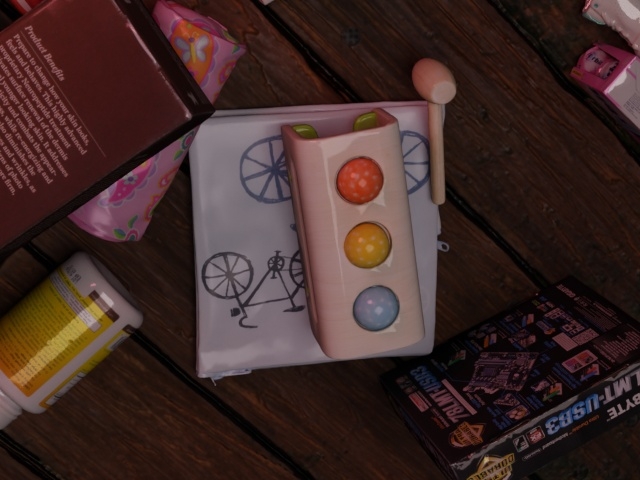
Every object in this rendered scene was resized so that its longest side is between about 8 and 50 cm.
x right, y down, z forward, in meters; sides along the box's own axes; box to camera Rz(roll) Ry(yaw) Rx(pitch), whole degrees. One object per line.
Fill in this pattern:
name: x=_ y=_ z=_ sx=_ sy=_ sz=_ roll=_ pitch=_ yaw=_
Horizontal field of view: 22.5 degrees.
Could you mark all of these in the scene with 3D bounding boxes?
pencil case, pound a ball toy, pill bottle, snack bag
pencil case: x=-0.199 y=-0.132 z=1.838 sx=0.124 sy=0.124 sz=0.284 roll=26 pitch=99 yaw=-21
pound a ball toy: x=0.079 y=-0.037 z=1.892 sx=0.208 sy=0.136 sz=0.319 roll=-11 pitch=109 yaw=-11
pill bottle: x=-0.320 y=0.120 z=1.879 sx=0.215 sy=0.117 sz=0.117 roll=-42 pitch=113 yaw=0
snack bag: x=0.000 y=0.000 z=1.975 sx=0.323 sy=0.037 sz=0.342 roll=-5 pitch=107 yaw=-13

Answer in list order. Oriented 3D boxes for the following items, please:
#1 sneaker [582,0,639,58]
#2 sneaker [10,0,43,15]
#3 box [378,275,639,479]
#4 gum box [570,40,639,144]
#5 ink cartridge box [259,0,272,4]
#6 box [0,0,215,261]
sneaker: x=0.372 y=-0.280 z=1.976 sx=0.094 sy=0.080 sz=0.212 roll=-24 pitch=102 yaw=-1
sneaker: x=-0.319 y=-0.359 z=1.749 sx=0.128 sy=0.087 sz=0.221 roll=-26 pitch=113 yaw=-5
box: x=0.248 y=0.173 z=1.957 sx=0.293 sy=0.295 sz=0.073 roll=-29 pitch=110 yaw=-6
gum box: x=0.402 y=-0.165 z=1.996 sx=0.188 sy=0.107 sz=0.062 roll=40 pitch=93 yaw=-23
ink cartridge box: x=-0.035 y=-0.369 z=1.800 sx=0.176 sy=0.127 sz=0.128 roll=-32 pitch=113 yaw=-4
box: x=-0.326 y=-0.109 z=1.729 sx=0.381 sy=0.143 sz=0.191 roll=-33 pitch=91 yaw=12
